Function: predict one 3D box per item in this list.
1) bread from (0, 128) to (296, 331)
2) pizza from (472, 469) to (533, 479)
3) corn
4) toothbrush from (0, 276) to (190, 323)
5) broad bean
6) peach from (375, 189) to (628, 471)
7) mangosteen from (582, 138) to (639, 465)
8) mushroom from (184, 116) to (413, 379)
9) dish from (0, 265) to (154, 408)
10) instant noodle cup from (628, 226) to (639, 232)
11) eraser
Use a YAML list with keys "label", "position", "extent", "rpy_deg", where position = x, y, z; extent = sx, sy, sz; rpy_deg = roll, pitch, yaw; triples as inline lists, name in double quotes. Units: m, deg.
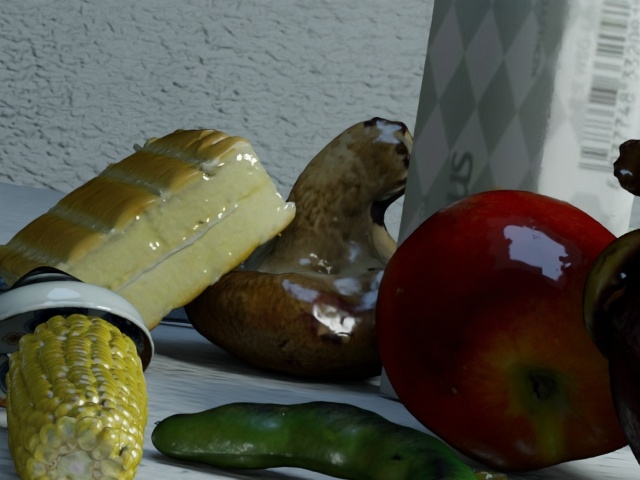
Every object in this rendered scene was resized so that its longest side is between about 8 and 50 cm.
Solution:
- label: "bread"
  position: [-0.168, -0.005, 1.702]
  extent: [0.239, 0.111, 0.246]
  rpy_deg: [-36, 18, -15]
- label: "pizza"
  position: [0.098, 0.165, 1.256]
  extent: [0.123, 0.026, 0.108]
  rpy_deg: [7, 2, -9]
- label: "corn"
  position: [-0.151, 0.105, 1.150]
  extent: [0.091, 0.091, 0.260]
  rpy_deg: [29, 3, -13]
- label: "toothbrush"
  position: [-0.164, 0.072, 1.949]
  extent: [0.413, 0.035, 0.042]
  rpy_deg: [7, 25, -10]
- label: "broad bean"
  position: [0.009, 0.144, 1.176]
  extent: [0.144, 0.049, 0.292]
  rpy_deg: [-6, 13, -29]
- label: "peach"
  position: [0.159, 0.066, 1.420]
  extent: [0.243, 0.199, 0.243]
  rpy_deg: [15, 25, -7]
- label: "mangosteen"
  position: [0.321, 0.046, 1.223]
  extent: [0.307, 0.307, 0.347]
  rpy_deg: [5, 38, -38]
- label: "mushroom"
  position: [-0.005, 0.032, 1.792]
  extent: [0.267, 0.254, 0.267]
  rpy_deg: [4, -22, 2]
- label: "dish"
  position: [-0.193, 0.055, 1.324]
  extent: [0.141, 0.078, 0.141]
  rpy_deg: [-8, -35, -6]
- label: "instant noodle cup"
  position: [0.275, 0.079, 1.717]
  extent: [0.235, 0.178, 0.235]
  rpy_deg: [10, 5, -1]
- label: "eraser"
  position: [0.169, -0.038, 1.598]
  extent: [0.082, 0.396, 0.213]
  rpy_deg: [5, 4, -38]
